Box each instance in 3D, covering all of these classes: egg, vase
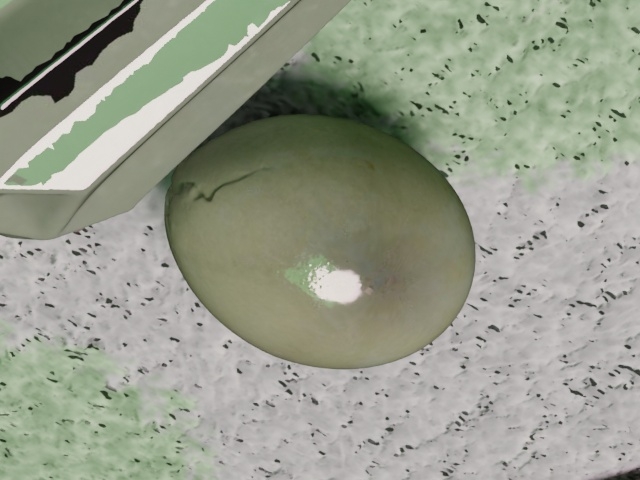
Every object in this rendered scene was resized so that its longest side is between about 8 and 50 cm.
[{"bbox_3d":[0.000,0.000,0.864,0.152,0.114,0.114,20,121,-24],"label":"egg"},{"bbox_3d":[-0.018,-0.152,0.714,0.360,0.165,0.165,-35,130,8],"label":"vase"}]

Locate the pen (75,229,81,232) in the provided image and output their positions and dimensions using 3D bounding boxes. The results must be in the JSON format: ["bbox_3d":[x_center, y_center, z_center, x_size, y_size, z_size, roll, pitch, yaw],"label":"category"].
[{"bbox_3d":[-0.179,-0.057,0.803,0.197,0.053,0.032,29,114,-34],"label":"pen"}]

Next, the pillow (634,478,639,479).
[{"bbox_3d":[0.149,0.194,1.126,0.211,0.034,0.135,-12,133,-4],"label":"pillow"}]
